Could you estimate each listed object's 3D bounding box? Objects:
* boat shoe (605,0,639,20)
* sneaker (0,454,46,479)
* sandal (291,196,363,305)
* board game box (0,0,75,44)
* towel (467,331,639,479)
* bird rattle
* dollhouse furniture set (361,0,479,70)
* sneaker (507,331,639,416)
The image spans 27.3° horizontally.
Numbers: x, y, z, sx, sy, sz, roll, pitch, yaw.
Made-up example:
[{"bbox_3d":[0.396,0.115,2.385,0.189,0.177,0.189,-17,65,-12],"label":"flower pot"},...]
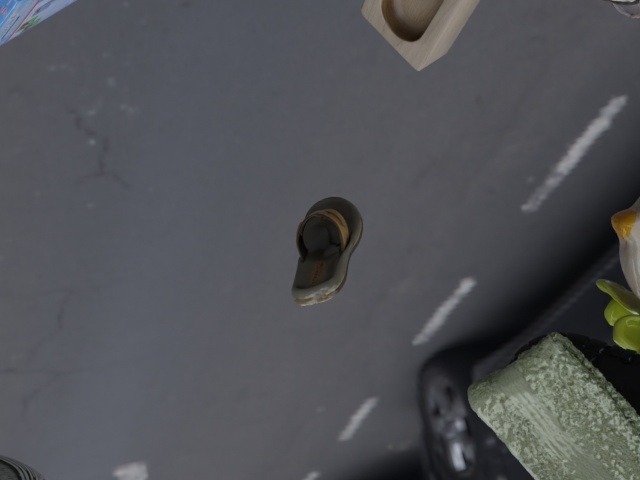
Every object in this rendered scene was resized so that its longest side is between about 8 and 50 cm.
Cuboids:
[{"bbox_3d":[0.347,-0.292,1.012,0.324,0.117,0.096,-41,141,23],"label":"boat shoe"},{"bbox_3d":[-0.217,0.108,0.528,0.225,0.088,0.093,1,141,7],"label":"sneaker"},{"bbox_3d":[0.000,0.000,1.367,0.072,0.180,0.049,-18,119,20],"label":"sandal"},{"bbox_3d":[-0.309,-0.299,1.528,0.211,0.039,0.160,-40,-174,-36],"label":"board game box"},{"bbox_3d":[0.188,0.145,0.984,0.110,0.148,0.027,-40,179,38],"label":"towel"},{"bbox_3d":[0.403,0.023,1.341,0.253,0.207,0.143,-24,-159,8],"label":"bird rattle"},{"bbox_3d":[-0.008,-0.151,0.690,0.123,0.151,0.144,-35,167,-33],"label":"dollhouse furniture set"},{"bbox_3d":[0.293,0.169,1.086,0.107,0.283,0.124,-45,133,-27],"label":"sneaker"}]
